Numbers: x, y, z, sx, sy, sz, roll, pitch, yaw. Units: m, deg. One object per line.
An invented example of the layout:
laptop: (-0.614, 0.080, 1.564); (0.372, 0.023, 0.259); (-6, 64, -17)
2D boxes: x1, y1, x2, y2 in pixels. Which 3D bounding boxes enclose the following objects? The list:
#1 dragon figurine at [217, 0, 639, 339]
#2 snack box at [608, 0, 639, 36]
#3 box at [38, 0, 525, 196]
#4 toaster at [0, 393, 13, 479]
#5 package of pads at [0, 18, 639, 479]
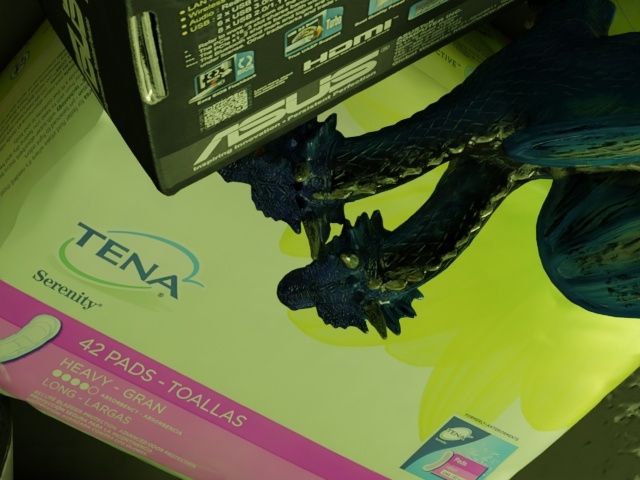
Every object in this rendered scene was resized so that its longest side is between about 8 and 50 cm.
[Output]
dragon figurine: (0.110, -0.030, 0.597); (0.289, 0.144, 0.085); (1, 130, 29)
snack box: (0.205, -0.062, 0.670); (0.207, 0.070, 0.174); (-9, 115, 48)
box: (0.097, -0.190, 0.488); (0.395, 0.097, 0.318); (-29, 164, -10)
toaster: (-0.201, 0.114, 0.752); (0.186, 0.168, 0.110); (-3, 105, -9)
package of pads: (0.000, 0.000, 0.766); (0.297, 0.101, 0.229); (29, 117, -32)
